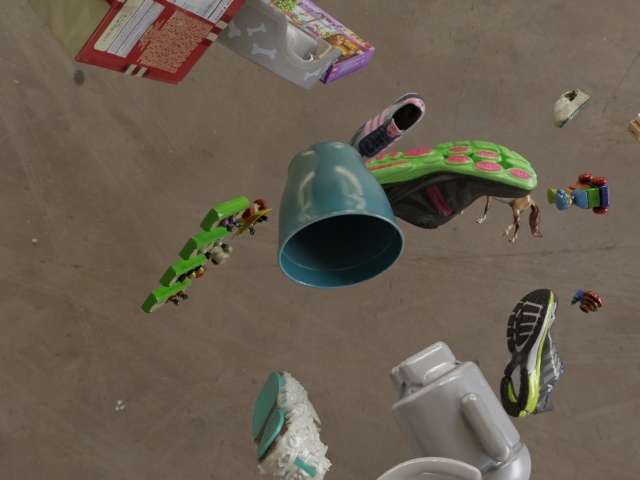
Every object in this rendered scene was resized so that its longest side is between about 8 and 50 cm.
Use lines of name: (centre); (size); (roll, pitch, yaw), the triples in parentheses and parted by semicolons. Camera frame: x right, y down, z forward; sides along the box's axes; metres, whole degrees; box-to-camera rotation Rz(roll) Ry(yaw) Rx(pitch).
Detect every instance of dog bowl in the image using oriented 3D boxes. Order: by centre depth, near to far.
dog bowl: (-0.129, -0.416, 1.154); (0.348, 0.349, 0.102); (32, 105, 6)

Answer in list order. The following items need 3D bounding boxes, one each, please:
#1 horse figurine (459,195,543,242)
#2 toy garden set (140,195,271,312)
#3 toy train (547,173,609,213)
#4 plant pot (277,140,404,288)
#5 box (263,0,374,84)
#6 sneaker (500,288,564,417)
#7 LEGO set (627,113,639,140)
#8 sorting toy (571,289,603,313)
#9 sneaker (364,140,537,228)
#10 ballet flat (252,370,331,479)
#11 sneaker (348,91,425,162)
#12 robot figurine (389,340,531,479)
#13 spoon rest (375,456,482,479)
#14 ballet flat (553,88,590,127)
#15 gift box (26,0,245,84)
horse figurine: (0.506, -0.105, 1.631); (0.263, 0.066, 0.175); (27, 87, -6)
toy garden set: (-0.192, 0.025, 1.074); (0.049, 0.204, 0.244); (43, 114, 6)
toy train: (0.750, -0.141, 1.783); (0.143, 0.248, 0.105); (-8, 102, 2)
plant pot: (0.026, -0.072, 1.320); (0.271, 0.272, 0.255); (-14, 54, 6)
box: (-0.038, -0.497, 1.404); (0.293, 0.201, 0.057); (39, 131, 10)
sneaker: (0.503, 0.260, 1.370); (0.121, 0.111, 0.300); (12, 90, -25)
LEGO set: (0.751, -0.289, 1.244); (0.132, 0.107, 0.287); (37, 81, 5)
sorting toy: (0.620, 0.149, 1.384); (0.042, 0.102, 0.061); (-45, 66, -8)
sneaker: (0.322, -0.137, 1.558); (0.482, 0.185, 0.202); (0, 122, 30)
ballet flat: (-0.058, 0.368, 1.140); (0.146, 0.409, 0.147); (0, 93, -5)
sneaker: (0.204, -0.352, 1.907); (0.112, 0.131, 0.319); (42, 106, -14)
robot figurine: (0.277, 0.384, 1.175); (0.199, 0.300, 0.354); (-25, 75, -14)
spoon rest: (0.032, 0.289, 0.449); (0.084, 0.137, 0.276); (19, 61, 30)
ballet flat: (0.524, -0.283, 1.259); (0.052, 0.168, 0.057); (48, 134, 7)
gift box: (-0.263, -0.392, 0.763); (0.255, 0.276, 0.258); (-44, 79, 15)
